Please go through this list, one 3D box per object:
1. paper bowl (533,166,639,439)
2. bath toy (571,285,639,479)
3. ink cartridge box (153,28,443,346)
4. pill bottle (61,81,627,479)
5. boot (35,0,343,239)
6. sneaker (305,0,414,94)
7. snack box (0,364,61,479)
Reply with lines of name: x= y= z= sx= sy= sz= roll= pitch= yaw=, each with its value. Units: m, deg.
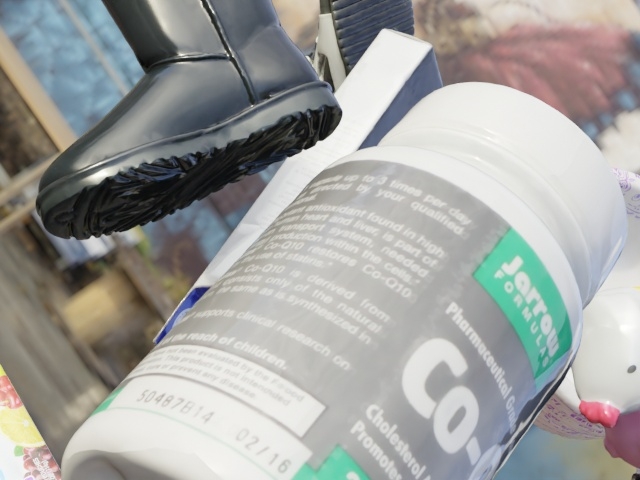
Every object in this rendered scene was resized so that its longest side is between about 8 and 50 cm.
paper bowl: x=0.280 y=0.073 z=1.693 sx=0.284 sy=0.284 sz=0.148 roll=56 pitch=-33 yaw=-6
bath toy: x=0.315 y=0.191 z=1.377 sx=0.348 sy=0.151 sz=0.129 roll=56 pitch=37 yaw=-32
ink cartridge box: x=0.000 y=0.000 z=1.423 sx=0.069 sy=0.371 sz=0.176 roll=25 pitch=-24 yaw=29
pill bottle: x=0.030 y=0.072 z=0.950 sx=0.204 sy=0.361 sz=0.204 roll=25 pitch=-38 yaw=22
boot: x=-0.131 y=-0.130 z=1.169 sx=0.207 sy=0.246 sz=0.094 roll=59 pitch=-20 yaw=20
sneaker: x=0.023 y=-0.162 z=1.633 sx=0.146 sy=0.122 sz=0.330 roll=5 pitch=-70 yaw=44
snack box: x=-0.381 y=0.258 z=1.707 sx=0.207 sy=0.174 sz=0.070 roll=55 pitch=-22 yaw=26
